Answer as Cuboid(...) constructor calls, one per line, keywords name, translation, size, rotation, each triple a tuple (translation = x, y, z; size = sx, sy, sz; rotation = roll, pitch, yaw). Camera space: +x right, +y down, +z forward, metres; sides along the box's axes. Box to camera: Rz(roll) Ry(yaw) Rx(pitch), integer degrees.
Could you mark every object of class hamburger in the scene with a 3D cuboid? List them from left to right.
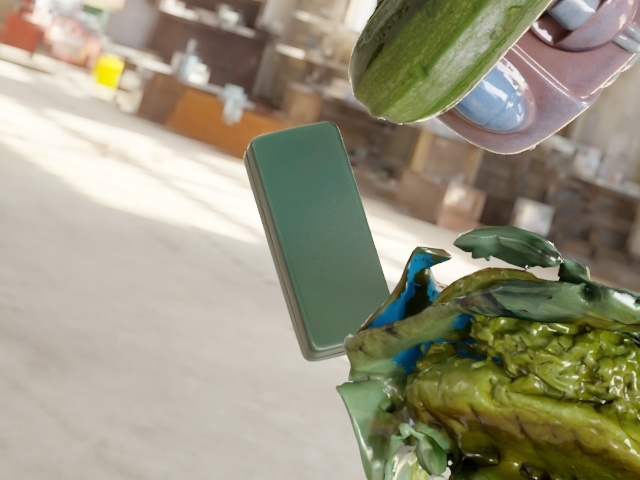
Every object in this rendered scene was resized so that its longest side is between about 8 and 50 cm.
Cuboid(name="hamburger", translation=(0.137, 0.105, 0.953), size=(0.260, 0.150, 0.276), rotation=(17, -16, -3))

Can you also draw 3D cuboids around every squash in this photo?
Cuboid(name="squash", translation=(0.087, -0.140, 0.732), size=(0.066, 0.229, 0.066), rotation=(25, 36, -19))

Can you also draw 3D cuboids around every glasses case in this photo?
Cuboid(name="glasses case", translation=(0.000, 0.000, 1.368), size=(0.077, 0.184, 0.039), rotation=(-13, -15, -16))

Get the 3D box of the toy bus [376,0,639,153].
Cuboid(name="toy bus", translation=(0.174, -0.192, 1.357), size=(0.197, 0.294, 0.232), rotation=(42, 31, -12))
